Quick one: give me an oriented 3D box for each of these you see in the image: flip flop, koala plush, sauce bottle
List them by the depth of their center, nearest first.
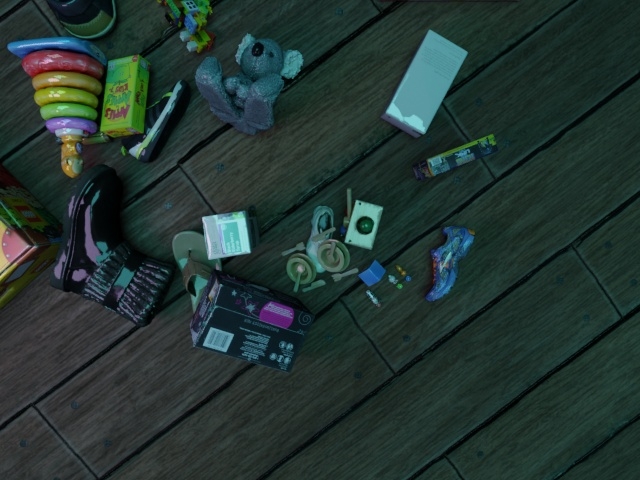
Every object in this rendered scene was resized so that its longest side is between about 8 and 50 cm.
[{"bbox_3d":[-0.157,-0.393,1.072,0.197,0.203,0.221,17,72,7],"label":"koala plush"},{"bbox_3d":[-0.585,-0.258,1.101,0.128,0.042,0.042,-6,95,-4],"label":"sauce bottle"},{"bbox_3d":[-0.303,0.106,1.128,0.113,0.080,0.276,-11,95,-3],"label":"flip flop"}]

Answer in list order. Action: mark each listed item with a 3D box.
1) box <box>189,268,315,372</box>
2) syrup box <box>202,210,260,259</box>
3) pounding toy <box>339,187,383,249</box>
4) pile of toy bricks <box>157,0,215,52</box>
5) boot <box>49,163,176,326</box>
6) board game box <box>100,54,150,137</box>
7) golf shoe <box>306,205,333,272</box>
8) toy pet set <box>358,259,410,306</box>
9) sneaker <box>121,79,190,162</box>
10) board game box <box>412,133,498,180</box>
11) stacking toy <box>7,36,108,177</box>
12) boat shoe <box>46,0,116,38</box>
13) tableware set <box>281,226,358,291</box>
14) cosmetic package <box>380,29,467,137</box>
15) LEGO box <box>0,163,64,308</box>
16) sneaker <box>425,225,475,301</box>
[{"bbox_3d":[-0.170,0.196,1.085,0.248,0.142,0.163,23,93,-22],"label":"box"},{"bbox_3d":[-0.202,-0.019,1.047,0.097,0.237,0.093,-9,94,-3],"label":"syrup box"},{"bbox_3d":[0.091,-0.054,1.111,0.100,0.141,0.130,15,93,-4],"label":"pounding toy"},{"bbox_3d":[-0.314,-0.576,1.074,0.105,0.118,0.212,-32,86,-33],"label":"pile of toy bricks"},{"bbox_3d":[-0.473,0.016,1.081,0.260,0.131,0.347,21,103,2],"label":"boot"},{"bbox_3d":[-0.466,-0.344,1.064,0.092,0.043,0.181,-2,79,19],"label":"board game box"},{"bbox_3d":[0.000,0.000,1.138,0.069,0.086,0.176,2,96,-6],"label":"golf shoe"},{"bbox_3d":[0.165,0.104,1.166,0.122,0.065,0.114,-43,96,0],"label":"toy pet set"},{"bbox_3d":[-0.411,-0.303,1.088,0.097,0.084,0.234,32,91,-3],"label":"sneaker"},{"bbox_3d":[0.332,-0.205,1.116,0.171,0.141,0.048,-21,93,-2],"label":"board game box"},{"bbox_3d":[-0.579,-0.295,1.024,0.166,0.175,0.301,-5,91,-1],"label":"stacking toy"},{"bbox_3d":[-0.607,-0.726,1.009,0.187,0.156,0.499,-16,94,-1],"label":"boat shoe"},{"bbox_3d":[-0.014,0.060,1.114,0.194,0.039,0.128,-25,97,35],"label":"tableware set"},{"bbox_3d":[0.259,-0.391,1.127,0.118,0.085,0.231,29,94,-5],"label":"cosmetic package"},{"bbox_3d":[-0.918,0.038,1.025,0.500,0.193,0.372,-42,96,0],"label":"LEGO box"},{"bbox_3d":[0.324,0.059,1.176,0.087,0.083,0.221,25,87,8],"label":"sneaker"}]
